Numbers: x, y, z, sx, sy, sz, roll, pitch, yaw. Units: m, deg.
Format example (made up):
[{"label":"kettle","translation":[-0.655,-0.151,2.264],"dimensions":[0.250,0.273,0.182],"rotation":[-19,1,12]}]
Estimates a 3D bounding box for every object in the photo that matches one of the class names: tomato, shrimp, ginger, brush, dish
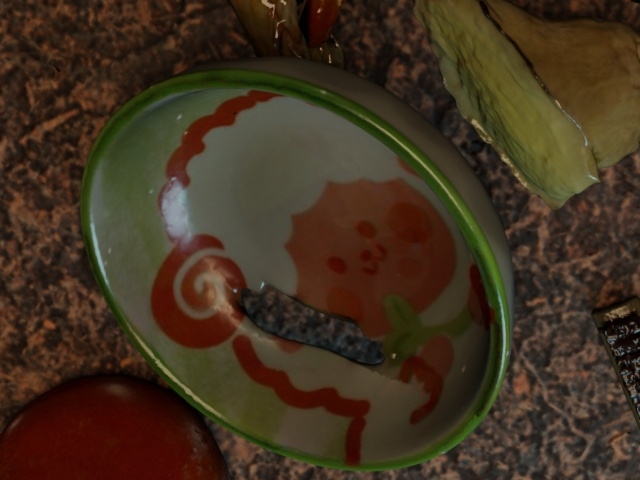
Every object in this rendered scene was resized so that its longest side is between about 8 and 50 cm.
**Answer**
[{"label":"tomato","translation":[-0.168,0.235,1.123],"dimensions":[0.200,0.139,0.233],"rotation":[-8,105,0]},{"label":"shrimp","translation":[-0.015,-0.197,0.997],"dimensions":[0.152,0.063,0.287],"rotation":[-13,104,39]},{"label":"ginger","translation":[0.163,-0.134,1.025],"dimensions":[0.122,0.115,0.193],"rotation":[-40,93,-8]},{"label":"brush","translation":[0.279,0.162,1.124],"dimensions":[0.043,0.036,0.248],"rotation":[-21,104,14]},{"label":"dish","translation":[0.000,0.000,0.993],"dimensions":[0.324,0.124,0.324],"rotation":[16,130,21]}]

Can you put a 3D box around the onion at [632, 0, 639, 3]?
[{"label":"onion","translation":[0.244,-0.291,0.854],"dimensions":[0.341,0.341,0.341],"rotation":[1,106,4]}]
